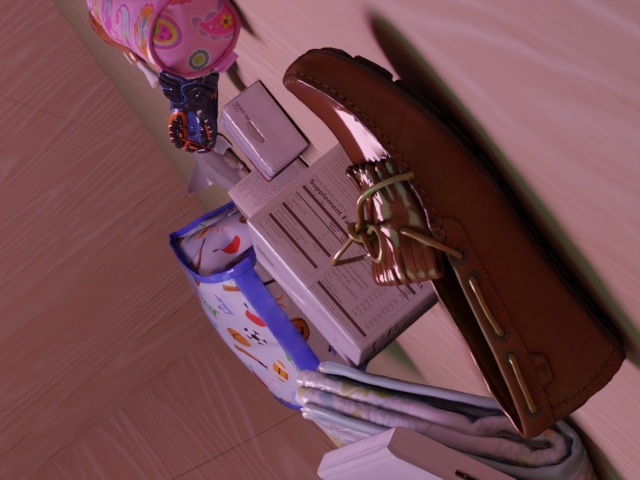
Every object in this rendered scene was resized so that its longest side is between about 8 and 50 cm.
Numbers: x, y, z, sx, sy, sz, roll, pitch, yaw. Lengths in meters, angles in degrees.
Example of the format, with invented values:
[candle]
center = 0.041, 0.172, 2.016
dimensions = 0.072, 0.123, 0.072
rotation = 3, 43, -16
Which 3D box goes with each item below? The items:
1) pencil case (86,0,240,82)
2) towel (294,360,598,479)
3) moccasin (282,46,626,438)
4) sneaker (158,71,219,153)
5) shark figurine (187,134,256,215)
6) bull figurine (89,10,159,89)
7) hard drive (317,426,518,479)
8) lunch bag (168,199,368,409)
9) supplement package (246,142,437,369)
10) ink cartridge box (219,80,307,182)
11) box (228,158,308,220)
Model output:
[pencil case]
center = -0.191, -0.273, 1.898
dimensions = 0.124, 0.124, 0.284
rotation = 54, 171, -31
[towel]
center = 0.177, 0.271, 1.995
dimensions = 0.375, 0.090, 0.320
rotation = 15, 161, 26
[moccasin]
center = 0.092, 0.001, 1.340
dimensions = 0.380, 0.147, 0.139
rotation = 52, 174, -12
[sneaker]
center = -0.174, -0.218, 2.138
dimensions = 0.221, 0.083, 0.087
rotation = 100, 175, -51
[shark figurine]
center = -0.183, -0.111, 2.808
dimensions = 0.278, 0.116, 0.166
rotation = 48, 175, 37
[bull figurine]
center = -0.259, -0.313, 2.211
dimensions = 0.188, 0.101, 0.310
rotation = 49, 175, -7
[hard drive]
center = 0.129, 0.298, 1.928
dimensions = 0.203, 0.040, 0.307
rotation = 26, 161, -8
[lunch bag]
center = -0.077, 0.107, 2.769
dimensions = 0.327, 0.239, 0.385
rotation = 55, 180, -18
[supplement package]
center = 0.033, 0.027, 1.909
dimensions = 0.204, 0.145, 0.262
rotation = 49, 173, 8
[ink cartridge box]
center = -0.076, -0.142, 2.086
dimensions = 0.109, 0.063, 0.150
rotation = 52, 174, -1
[box]
center = 0.000, 0.000, 2.160
dimensions = 0.275, 0.113, 0.094
rotation = 48, 174, 35
